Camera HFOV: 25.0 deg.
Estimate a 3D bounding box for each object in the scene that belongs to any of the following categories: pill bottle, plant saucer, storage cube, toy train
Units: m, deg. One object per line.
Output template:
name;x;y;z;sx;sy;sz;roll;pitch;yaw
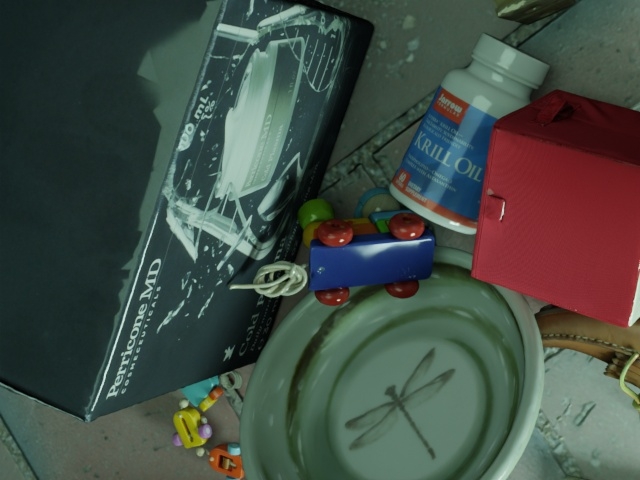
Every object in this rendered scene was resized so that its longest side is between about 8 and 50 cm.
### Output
pill bottle;0.182;-0.129;1.715;0.124;0.124;0.221;29;102;17
plant saucer;0.095;0.199;1.725;0.400;0.100;0.400;-19;51;24
storage cube;0.302;-0.042;1.607;0.193;0.184;0.215;19;116;26
toy train;0.000;0.000;1.731;0.248;0.143;0.105;-5;123;-12
toy train;-0.133;0.233;1.891;0.125;0.046;0.166;10;110;26

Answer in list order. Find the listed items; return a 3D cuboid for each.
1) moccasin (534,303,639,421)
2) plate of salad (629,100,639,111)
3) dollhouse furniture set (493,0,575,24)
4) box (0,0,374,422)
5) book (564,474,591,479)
moccasin;0.421;0.158;1.641;0.380;0.139;0.147;16;89;10
plate of salad;0.418;-0.076;1.667;0.200;0.048;0.199;1;92;21
dollhouse furniture set;0.283;-0.346;1.658;0.184;0.129;0.129;-22;85;23
box;-0.205;-0.092;1.681;0.297;0.472;0.480;22;101;19
book;0.356;0.345;1.722;0.144;0.035;0.096;11;100;21
